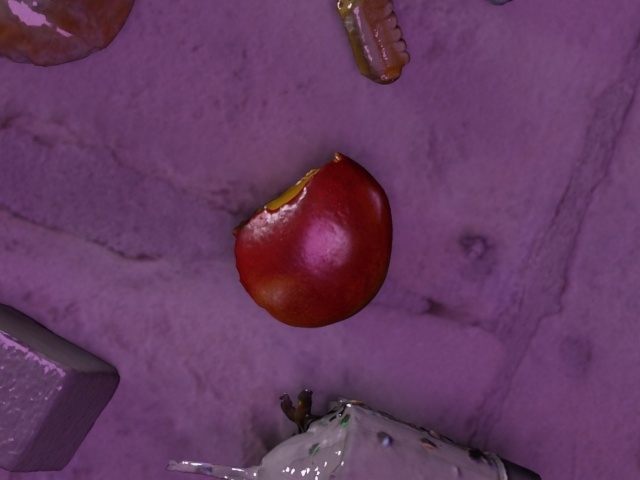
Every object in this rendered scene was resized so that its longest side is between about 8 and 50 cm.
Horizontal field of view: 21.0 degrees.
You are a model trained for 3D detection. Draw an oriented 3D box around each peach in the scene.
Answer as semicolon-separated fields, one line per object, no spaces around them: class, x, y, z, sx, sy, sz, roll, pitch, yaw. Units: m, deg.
peach;0.007;0.002;1.476;0.118;0.151;0.151;-13;112;43

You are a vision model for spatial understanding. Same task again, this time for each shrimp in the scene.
shrimp;-0.284;-0.267;1.384;0.317;0.077;0.168;42;99;-18

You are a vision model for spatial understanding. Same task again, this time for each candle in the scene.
candle;0.032;0.237;1.500;0.330;0.187;0.187;22;101;-11

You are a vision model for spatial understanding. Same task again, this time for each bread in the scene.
bread;0.046;-0.176;1.469;0.049;0.033;0.088;-28;111;-14

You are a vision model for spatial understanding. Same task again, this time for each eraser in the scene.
eraser;-0.343;0.083;1.464;0.352;0.077;0.111;31;98;-14

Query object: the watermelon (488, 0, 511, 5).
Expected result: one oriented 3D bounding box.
watermelon;0.063;-0.295;1.363;0.213;0.289;0.320;-3;122;24
